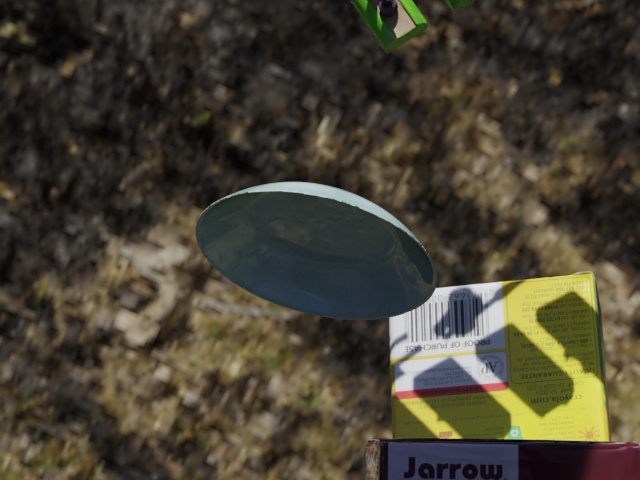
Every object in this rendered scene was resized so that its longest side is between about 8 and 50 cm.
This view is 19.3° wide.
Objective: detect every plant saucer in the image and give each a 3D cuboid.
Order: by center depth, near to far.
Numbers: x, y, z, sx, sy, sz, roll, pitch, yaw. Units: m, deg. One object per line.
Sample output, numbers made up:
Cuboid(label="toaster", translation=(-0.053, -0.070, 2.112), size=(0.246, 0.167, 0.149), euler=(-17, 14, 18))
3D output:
Cuboid(label="plant saucer", translation=(0.000, 0.000, 1.481), size=(0.195, 0.195, 0.037), euler=(20, 61, -8))

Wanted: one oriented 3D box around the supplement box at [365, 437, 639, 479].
Cuboid(label="supplement box", translation=(0.086, 0.216, 0.907), size=(0.130, 0.073, 0.239), euler=(1, 83, -4))

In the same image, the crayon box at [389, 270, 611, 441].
Cuboid(label="crayon box", translation=(0.168, 0.193, 1.741), size=(0.202, 0.081, 0.318), euler=(-5, 59, 11))

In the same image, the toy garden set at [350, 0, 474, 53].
Cuboid(label="toy garden set", translation=(0.105, -0.308, 1.598), size=(0.244, 0.049, 0.204), euler=(-32, 74, -2))
